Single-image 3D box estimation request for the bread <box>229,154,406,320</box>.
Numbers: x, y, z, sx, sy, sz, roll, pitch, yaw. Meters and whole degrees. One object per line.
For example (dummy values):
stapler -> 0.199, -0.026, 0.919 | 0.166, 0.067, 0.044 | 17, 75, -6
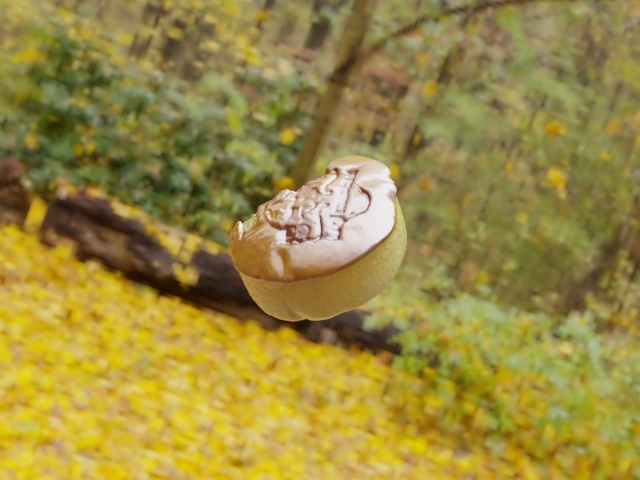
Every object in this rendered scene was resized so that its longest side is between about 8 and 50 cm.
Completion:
bread -> 0.007, 0.003, 1.234 | 0.125, 0.156, 0.086 | 43, -20, 49
